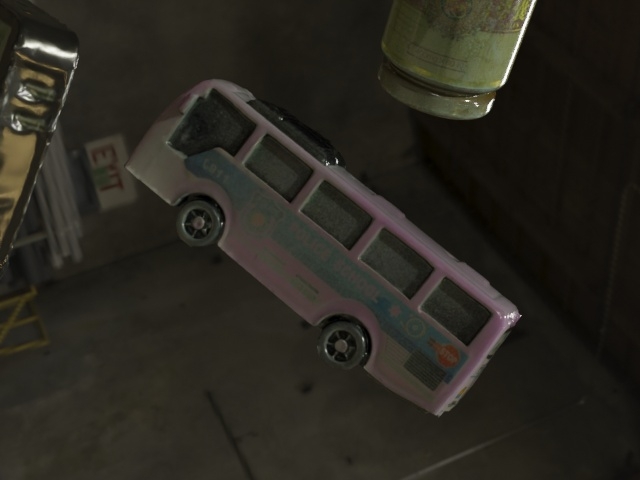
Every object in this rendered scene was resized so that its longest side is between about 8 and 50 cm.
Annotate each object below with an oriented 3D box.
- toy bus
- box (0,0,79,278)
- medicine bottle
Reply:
[{"bbox_3d":[0.000,0.000,0.339,0.131,0.052,0.037,40,12,14],"label":"toy bus"},{"bbox_3d":[-0.306,-0.116,0.886,0.350,0.058,0.211,38,-73,51],"label":"box"},{"bbox_3d":[0.169,-0.302,1.152,0.151,0.151,0.322,52,-45,45],"label":"medicine bottle"}]
